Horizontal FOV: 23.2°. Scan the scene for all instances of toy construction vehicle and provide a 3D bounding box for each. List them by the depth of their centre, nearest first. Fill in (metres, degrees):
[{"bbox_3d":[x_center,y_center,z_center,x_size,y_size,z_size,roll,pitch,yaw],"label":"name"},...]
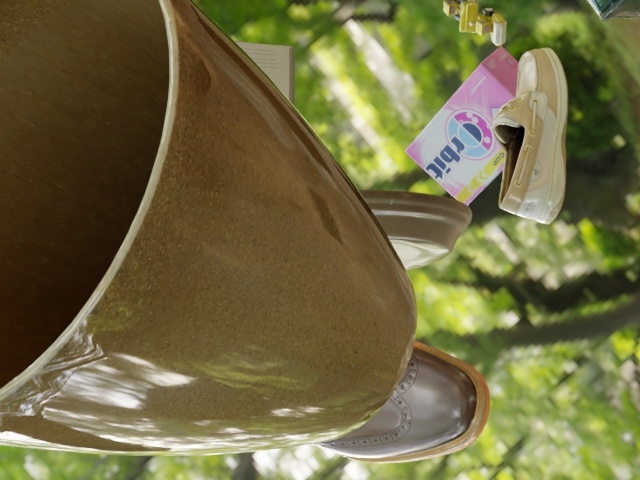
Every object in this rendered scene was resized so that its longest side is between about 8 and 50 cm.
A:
[{"bbox_3d":[0.144,-0.233,1.496,0.098,0.035,0.086,-123,27,-49],"label":"toy construction vehicle"}]

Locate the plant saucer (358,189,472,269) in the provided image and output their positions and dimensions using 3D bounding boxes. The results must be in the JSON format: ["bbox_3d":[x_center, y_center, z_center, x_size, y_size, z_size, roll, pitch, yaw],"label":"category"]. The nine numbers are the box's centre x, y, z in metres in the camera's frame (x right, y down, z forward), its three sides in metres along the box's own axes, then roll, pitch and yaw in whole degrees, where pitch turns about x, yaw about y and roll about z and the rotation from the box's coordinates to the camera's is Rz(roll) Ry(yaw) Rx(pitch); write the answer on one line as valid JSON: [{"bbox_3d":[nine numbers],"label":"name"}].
[{"bbox_3d":[0.000,0.000,1.418,0.278,0.278,0.041,52,-146,-77],"label":"plant saucer"}]

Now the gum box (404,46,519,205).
[{"bbox_3d":[0.198,-0.136,1.939,0.107,0.188,0.062,44,-137,4],"label":"gum box"}]

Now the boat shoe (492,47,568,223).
[{"bbox_3d":[0.179,-0.097,1.362,0.063,0.059,0.170,119,157,-59],"label":"boat shoe"}]

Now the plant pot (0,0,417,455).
[{"bbox_3d":[-0.071,0.012,0.771,0.254,0.237,0.237,29,-166,-44],"label":"plant pot"}]

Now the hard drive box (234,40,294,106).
[{"bbox_3d":[-0.112,-0.036,1.188,0.089,0.181,0.232,105,166,-61],"label":"hard drive box"}]

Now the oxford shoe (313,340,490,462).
[{"bbox_3d":[-0.009,0.150,1.568,0.364,0.130,0.133,3,172,31],"label":"oxford shoe"}]

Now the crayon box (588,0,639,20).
[{"bbox_3d":[0.228,-0.336,1.351,0.202,0.081,0.318,-10,-118,-50],"label":"crayon box"}]
